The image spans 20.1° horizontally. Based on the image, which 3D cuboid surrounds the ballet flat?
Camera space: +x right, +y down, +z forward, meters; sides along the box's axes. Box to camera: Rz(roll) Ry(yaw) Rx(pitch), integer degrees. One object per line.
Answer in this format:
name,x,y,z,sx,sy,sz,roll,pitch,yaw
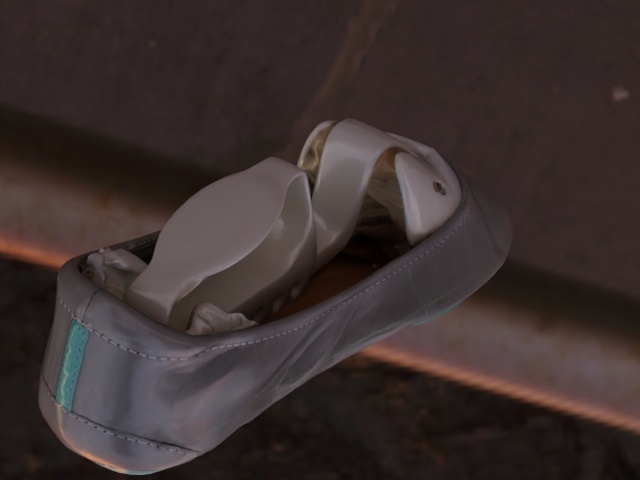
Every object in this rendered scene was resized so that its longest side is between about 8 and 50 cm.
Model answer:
ballet flat,0.000,0.000,0.549,0.072,0.213,0.068,26,125,27
